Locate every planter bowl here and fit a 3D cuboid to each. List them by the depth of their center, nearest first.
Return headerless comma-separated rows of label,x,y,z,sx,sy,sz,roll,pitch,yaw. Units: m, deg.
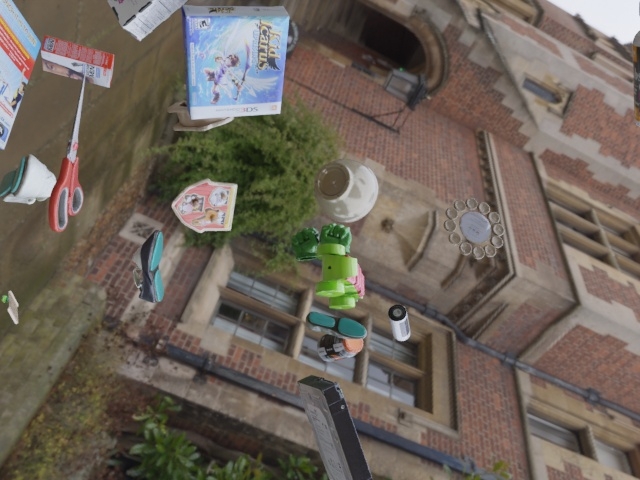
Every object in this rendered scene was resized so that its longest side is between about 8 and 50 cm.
planter bowl,0.050,-0.134,1.237,0.109,0.162,0.162,22,93,-63

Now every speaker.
speaker,0.232,0.243,1.465,0.136,0.055,0.055,70,32,-52

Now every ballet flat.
ballet flat,-0.421,0.064,1.208,0.074,0.074,0.203,-82,-179,-61
ballet flat,-0.913,-0.181,1.577,0.400,0.139,0.139,-5,-123,50
ballet flat,0.052,0.297,1.703,0.068,0.213,0.072,102,5,-51

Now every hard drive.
hard drive,0.041,0.570,1.444,0.237,0.064,0.339,-22,-94,67

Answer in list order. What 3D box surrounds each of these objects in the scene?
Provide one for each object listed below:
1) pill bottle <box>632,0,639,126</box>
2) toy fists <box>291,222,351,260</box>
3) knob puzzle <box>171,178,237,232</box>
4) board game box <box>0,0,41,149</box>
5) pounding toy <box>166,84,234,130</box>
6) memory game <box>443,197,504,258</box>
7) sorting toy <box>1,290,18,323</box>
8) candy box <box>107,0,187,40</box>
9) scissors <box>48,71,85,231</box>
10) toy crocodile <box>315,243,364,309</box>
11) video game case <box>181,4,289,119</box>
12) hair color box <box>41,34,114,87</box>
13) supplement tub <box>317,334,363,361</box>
pill bottle,0.776,-0.395,1.088,0.162,0.162,0.278,-84,157,-63
toy fists,0.000,0.000,2.201,0.096,0.279,0.142,28,55,-67
knob puzzle,-0.365,-0.102,1.557,0.213,0.213,0.030,-61,-147,24
board game box,-0.750,-0.402,1.066,0.308,0.086,0.302,108,-10,-72
pounding toy,-0.388,-0.457,1.648,0.154,0.269,0.155,-43,131,-43
memory game,0.431,-0.036,1.398,0.012,0.186,0.186,122,-10,-65
sorting toy,-0.724,0.147,1.160,0.062,0.012,0.083,-122,-154,-43
candy box,-0.387,-0.606,1.161,0.233,0.159,0.071,-34,163,10
scissors,-0.464,-0.155,0.922,0.109,0.021,0.297,-76,-176,-62
toy crocodile,0.057,0.090,1.179,0.340,0.105,0.115,55,34,-67
video game case,-0.212,-0.439,1.243,0.269,0.244,0.061,101,-29,-45
hair color box,-0.646,-0.475,1.331,0.093,0.167,0.053,147,-50,-61
supplement tub,0.081,0.426,2.030,0.190,0.117,0.117,-30,-146,51
